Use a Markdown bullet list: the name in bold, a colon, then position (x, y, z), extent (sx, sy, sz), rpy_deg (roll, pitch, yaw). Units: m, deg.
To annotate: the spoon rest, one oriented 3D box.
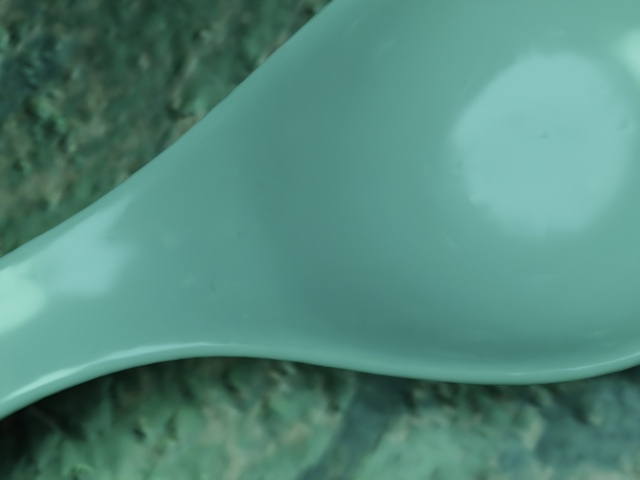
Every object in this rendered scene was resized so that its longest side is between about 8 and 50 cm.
- **spoon rest**: position (0.000, 0.000, 0.429), extent (0.276, 0.084, 0.137), rpy_deg (-25, 76, 3)
